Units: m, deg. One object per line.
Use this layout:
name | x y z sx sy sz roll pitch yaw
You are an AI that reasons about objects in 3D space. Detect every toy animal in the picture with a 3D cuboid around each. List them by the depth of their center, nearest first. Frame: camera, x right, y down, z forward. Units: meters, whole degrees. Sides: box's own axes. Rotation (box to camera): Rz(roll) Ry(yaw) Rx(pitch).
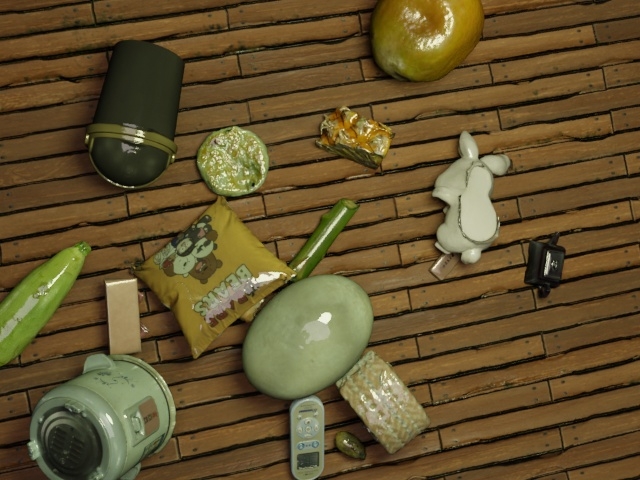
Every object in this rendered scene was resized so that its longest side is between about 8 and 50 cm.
toy animal | 0.389 -0.113 1.636 0.208 0.154 0.325 29 77 -14

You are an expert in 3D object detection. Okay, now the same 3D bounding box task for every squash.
squash | -0.692 0.149 1.529 0.118 0.118 0.370 40 82 -3

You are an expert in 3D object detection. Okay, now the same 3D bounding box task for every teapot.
teapot | 0.604 0.064 1.678 0.087 0.096 0.177 11 87 -6

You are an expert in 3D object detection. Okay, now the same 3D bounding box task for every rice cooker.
rice cooker | -0.487 0.413 1.455 0.264 0.316 0.317 -16 89 19

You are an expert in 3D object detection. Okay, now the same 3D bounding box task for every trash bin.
trash bin | -0.440 -0.289 1.526 0.214 0.214 0.334 12 82 -5

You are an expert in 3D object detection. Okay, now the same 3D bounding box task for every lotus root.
lotus root | 0.080 0.525 1.625 0.099 0.054 0.049 37 105 -2

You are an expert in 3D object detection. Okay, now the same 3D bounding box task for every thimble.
thimble | 0.152 0.403 1.562 0.148 0.196 0.229 -40 119 -8

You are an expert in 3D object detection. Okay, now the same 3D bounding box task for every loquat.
loquat | 0.262 -0.533 1.593 0.276 0.276 0.284 22 104 -5

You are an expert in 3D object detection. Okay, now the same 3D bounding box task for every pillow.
pillow | -0.267 0.078 1.551 0.310 0.119 0.312 -39 67 -9

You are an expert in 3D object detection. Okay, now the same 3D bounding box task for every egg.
egg | -0.031 0.230 1.519 0.352 0.258 0.258 -41 92 2

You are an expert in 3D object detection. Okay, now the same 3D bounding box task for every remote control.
remote control | -0.035 0.491 1.582 0.087 0.047 0.244 -5 110 -15

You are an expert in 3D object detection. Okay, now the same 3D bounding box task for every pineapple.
pineapple | 0.101 -0.252 1.617 0.236 0.186 0.114 27 90 38

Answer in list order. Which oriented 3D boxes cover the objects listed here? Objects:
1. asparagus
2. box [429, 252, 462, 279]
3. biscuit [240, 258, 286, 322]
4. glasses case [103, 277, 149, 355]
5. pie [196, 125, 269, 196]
asparagus | 0.001 0.001 1.634 0.067 0.060 0.278 37 85 -15
box | 0.340 0.050 1.686 0.048 0.025 0.115 41 85 -2
biscuit | -0.161 0.116 1.605 0.118 0.061 0.183 27 79 28
glasses case | -0.481 0.183 1.576 0.102 0.070 0.194 -5 94 -26
pie | -0.223 -0.202 1.628 0.186 0.041 0.187 0 88 -6
